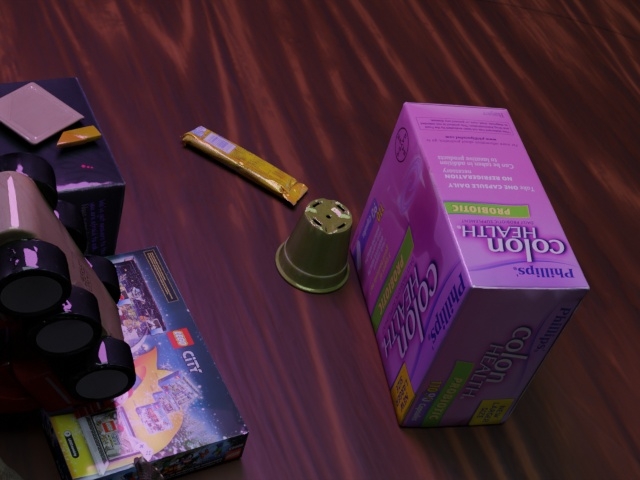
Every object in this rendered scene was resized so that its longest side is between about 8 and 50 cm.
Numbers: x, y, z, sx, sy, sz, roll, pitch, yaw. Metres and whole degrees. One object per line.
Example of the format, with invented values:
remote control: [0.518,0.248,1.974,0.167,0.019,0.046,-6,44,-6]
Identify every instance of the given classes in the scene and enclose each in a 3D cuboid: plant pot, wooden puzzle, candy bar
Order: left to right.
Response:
wooden puzzle: [-0.269,-0.117,0.972,0.116,0.014,0.078,39,42,20]
candy bar: [-0.089,-0.090,1.205,0.161,0.018,0.040,29,42,12]
plant pot: [0.000,0.000,1.102,0.083,0.079,0.083,9,46,-9]

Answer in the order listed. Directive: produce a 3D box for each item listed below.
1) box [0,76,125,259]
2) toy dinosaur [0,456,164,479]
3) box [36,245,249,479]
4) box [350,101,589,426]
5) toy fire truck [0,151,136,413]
box: [-0.343,-0.043,0.985,0.270,0.143,0.165,-11,52,-27]
toy dinosaur: [-0.149,0.274,0.783,0.160,0.121,0.313,-37,70,-27]
box: [-0.186,0.116,0.952,0.159,0.044,0.233,-12,52,-27]
box: [0.132,0.024,1.026,0.117,0.213,0.243,1,47,-18]
toy fire truck: [-0.289,0.079,0.804,0.246,0.217,0.158,-18,54,0]
